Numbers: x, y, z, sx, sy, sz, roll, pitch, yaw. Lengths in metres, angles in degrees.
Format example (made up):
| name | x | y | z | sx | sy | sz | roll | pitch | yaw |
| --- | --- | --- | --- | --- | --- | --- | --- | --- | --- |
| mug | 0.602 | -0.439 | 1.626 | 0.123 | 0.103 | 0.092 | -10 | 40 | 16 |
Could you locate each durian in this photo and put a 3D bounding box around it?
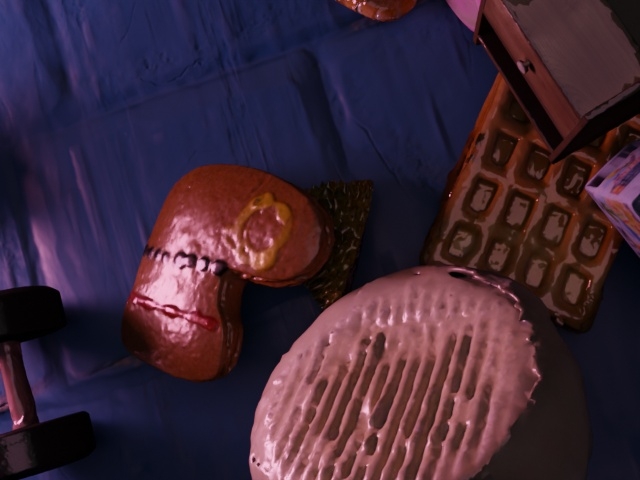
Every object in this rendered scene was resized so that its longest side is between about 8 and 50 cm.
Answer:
| name | x | y | z | sx | sy | sz | roll | pitch | yaw |
| --- | --- | --- | --- | --- | --- | --- | --- | --- | --- |
| durian | -0.003 | -0.001 | 0.950 | 0.108 | 0.119 | 0.187 | 14 | 88 | 5 |

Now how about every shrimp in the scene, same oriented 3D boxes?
| name | x | y | z | sx | sy | sz | roll | pitch | yaw |
| --- | --- | --- | --- | --- | --- | --- | --- | --- | --- |
| shrimp | 0.053 | -0.343 | 1.013 | 0.162 | 0.045 | 0.095 | 27 | 88 | 11 |

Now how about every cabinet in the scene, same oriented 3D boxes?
| name | x | y | z | sx | sy | sz | roll | pitch | yaw |
| --- | --- | --- | --- | --- | --- | --- | --- | --- | --- |
| cabinet | 0.259 | -0.200 | 0.788 | 0.148 | 0.215 | 0.175 | -31 | 82 | 4 |

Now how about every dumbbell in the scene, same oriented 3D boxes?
| name | x | y | z | sx | sy | sz | roll | pitch | yaw |
| --- | --- | --- | --- | --- | --- | --- | --- | --- | --- |
| dumbbell | -0.376 | 0.178 | 0.967 | 0.152 | 0.152 | 0.218 | -17 | 83 | 6 |

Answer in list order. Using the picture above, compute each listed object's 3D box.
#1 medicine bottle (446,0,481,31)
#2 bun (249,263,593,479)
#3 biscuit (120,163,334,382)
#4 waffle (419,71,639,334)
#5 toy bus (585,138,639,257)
| name | x | y | z | sx | sy | sz | roll | pitch | yaw |
| --- | --- | --- | --- | --- | --- | --- | --- | --- | --- |
| medicine bottle | 0.273 | -0.390 | 0.919 | 0.290 | 0.178 | 0.178 | -30 | 81 | 5 |
| bun | 0.112 | 0.197 | 0.830 | 0.359 | 0.211 | 0.360 | -21 | 40 | 19 |
| biscuit | -0.124 | 0.043 | 0.940 | 0.262 | 0.052 | 0.277 | 22 | 89 | 38 |
| waffle | 0.272 | -0.076 | 0.933 | 0.224 | 0.098 | 0.328 | 22 | 89 | 11 |
| toy bus | 0.421 | 0.037 | 0.828 | 0.109 | 0.136 | 0.330 | -44 | 106 | -2 |
